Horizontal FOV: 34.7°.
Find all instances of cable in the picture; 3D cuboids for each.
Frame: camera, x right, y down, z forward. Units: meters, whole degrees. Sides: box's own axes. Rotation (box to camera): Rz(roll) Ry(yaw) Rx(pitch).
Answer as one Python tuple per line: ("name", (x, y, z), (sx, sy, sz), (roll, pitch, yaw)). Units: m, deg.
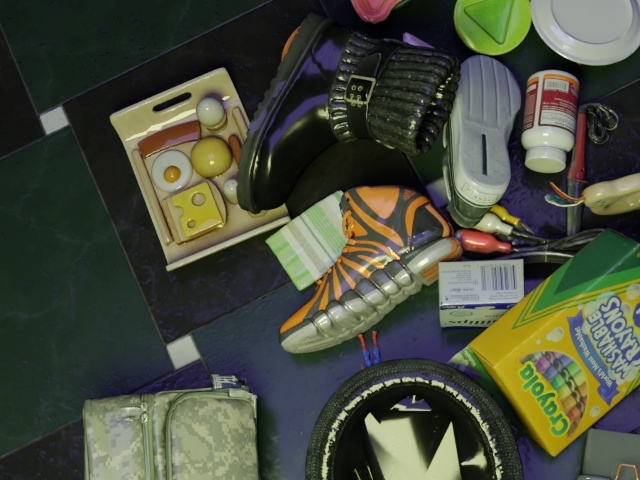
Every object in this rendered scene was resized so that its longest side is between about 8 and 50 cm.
("cable", (0.324, 0.002, 1.576), (0.287, 0.072, 0.139), (9, 44, 25))

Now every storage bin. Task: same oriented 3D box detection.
("storage bin", (0.434, 0.324, 1.473), (0.135, 0.098, 0.091), (5, 62, 10))

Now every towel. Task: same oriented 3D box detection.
("towel", (0.000, 0.000, 1.680), (0.152, 0.023, 0.113), (-34, 68, -1))

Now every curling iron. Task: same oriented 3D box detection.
("curling iron", (0.426, -0.100, 1.641), (0.068, 0.035, 0.274), (12, 74, 11))

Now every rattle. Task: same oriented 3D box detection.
("rattle", (0.450, -0.030, 1.556), (0.200, 0.130, 0.142), (-7, 88, -24))

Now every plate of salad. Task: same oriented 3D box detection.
("plate of salad", (0.448, -0.378, 1.720), (0.200, 0.048, 0.199), (1, 69, -4))

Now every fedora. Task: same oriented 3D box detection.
("fedora", (0.135, 0.335, 1.467), (0.334, 0.152, 0.334), (-1, 84, 7))

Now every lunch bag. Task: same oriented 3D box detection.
("lunch bag", (-0.211, 0.361, 1.498), (0.256, 0.212, 0.305), (-3, 71, -10))

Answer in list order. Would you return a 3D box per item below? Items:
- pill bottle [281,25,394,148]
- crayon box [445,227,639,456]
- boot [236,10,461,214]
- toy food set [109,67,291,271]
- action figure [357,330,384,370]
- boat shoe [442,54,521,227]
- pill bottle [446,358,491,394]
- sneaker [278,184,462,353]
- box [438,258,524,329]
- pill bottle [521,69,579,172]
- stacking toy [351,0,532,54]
("pill bottle", (0.054, -0.267, 1.701), (0.246, 0.130, 0.130), (35, 80, 17))
("crayon box", (0.357, 0.164, 1.477), (0.323, 0.203, 0.083), (-39, 28, -5))
("boot", (0.039, -0.164, 1.561), (0.260, 0.131, 0.348), (25, 94, 17))
("toy food set", (-0.204, -0.119, 1.709), (0.220, 0.092, 0.306), (-23, 70, 0))
("action figure", (0.083, 0.200, 1.595), (0.038, 0.030, 0.115), (-11, 72, -1))
("boat shoe", (0.240, -0.164, 1.637), (0.121, 0.119, 0.335), (21, 48, -6))
("pill bottle", (0.234, 0.202, 1.545), (0.137, 0.078, 0.078), (-34, 70, -4))
("sneaker", (0.049, 0.035, 1.602), (0.321, 0.124, 0.180), (-33, 67, 3))
("box", (0.243, 0.084, 1.552), (0.126, 0.137, 0.072), (-2, 70, 7))
("pill bottle", (0.370, -0.191, 1.653), (0.086, 0.086, 0.152), (7, 73, 10))
("stacking toy", (0.209, -0.433, 1.775), (0.309, 0.130, 0.279), (-20, 96, 4))
